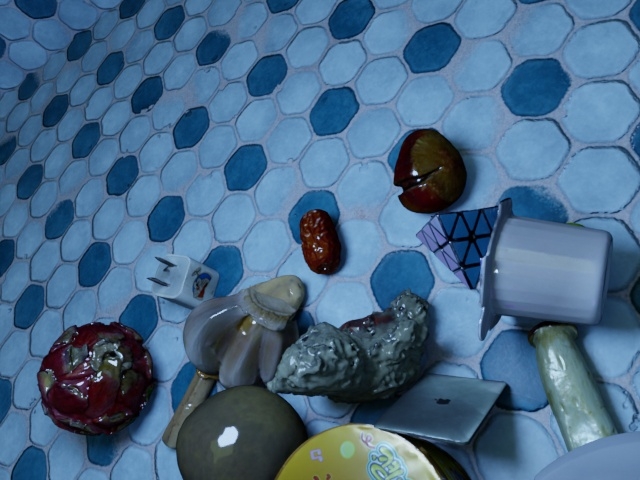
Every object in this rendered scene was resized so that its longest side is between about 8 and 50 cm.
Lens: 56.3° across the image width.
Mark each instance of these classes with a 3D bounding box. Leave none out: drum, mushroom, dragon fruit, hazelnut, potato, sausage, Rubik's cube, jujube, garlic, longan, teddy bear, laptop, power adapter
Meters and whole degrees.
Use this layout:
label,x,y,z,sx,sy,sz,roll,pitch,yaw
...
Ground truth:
label,x,y,z,sx,sy,sz,roll,pitch,yaw
drum,0.108,0.578,1.161,0.431,0.214,0.431,-14,61,26
mushroom,0.485,0.299,1.140,0.100,0.081,0.312,-27,57,27
dragon fruit,-0.614,0.383,1.648,0.329,0.329,0.329,-14,61,26
hazelnut,0.259,-0.168,1.454,0.178,0.178,0.204,-20,86,23
potato,-0.147,0.184,1.561,0.235,0.128,0.161,-23,59,15
sausage,-0.337,0.415,1.613,0.066,0.066,0.301,19,80,37
Rubik's cube,0.312,0.033,1.401,0.190,0.211,0.178,-27,73,57
jujube,0.000,0.000,1.563,0.112,0.109,0.176,-48,43,46
garlic,-0.199,0.254,1.449,0.132,0.279,0.325,-69,5,-61
longan,-0.179,0.465,1.350,0.297,0.297,0.297,-14,61,26
teddy bear,0.052,0.236,1.266,0.357,0.367,0.224,-28,61,20
laptop,0.243,0.325,1.186,0.188,0.269,0.015,0,102,32
power adapter,-0.409,0.110,1.712,0.125,0.205,0.130,5,73,34

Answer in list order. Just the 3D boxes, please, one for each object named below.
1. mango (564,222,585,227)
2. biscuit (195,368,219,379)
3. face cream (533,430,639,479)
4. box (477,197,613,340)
label,x,y,z,sx,sy,sz,roll,pitch,yaw
mango,0.535,0.015,1.261,0.073,0.056,0.108,-10,75,33
biscuit,-0.260,0.312,1.593,0.140,0.023,0.118,7,77,-3
face cream,0.536,0.454,0.925,0.357,0.219,0.312,-14,89,19
box,0.434,0.074,1.146,0.206,0.262,0.291,6,52,29
